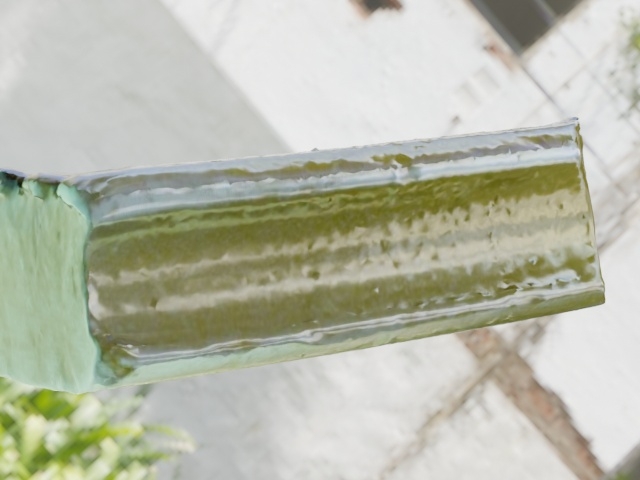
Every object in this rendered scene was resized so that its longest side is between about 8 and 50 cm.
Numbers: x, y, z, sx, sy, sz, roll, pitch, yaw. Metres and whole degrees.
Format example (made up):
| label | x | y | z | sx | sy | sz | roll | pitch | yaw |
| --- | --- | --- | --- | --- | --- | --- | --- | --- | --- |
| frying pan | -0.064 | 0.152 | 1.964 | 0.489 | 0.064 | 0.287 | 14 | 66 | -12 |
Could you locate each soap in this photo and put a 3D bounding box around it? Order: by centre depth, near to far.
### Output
| label | x | y | z | sx | sy | sz | roll | pitch | yaw |
| --- | --- | --- | --- | --- | --- | --- | --- | --- | --- |
| soap | 0.000 | 0.000 | 0.583 | 0.140 | 0.232 | 0.073 | 3 | -81 | 60 |
